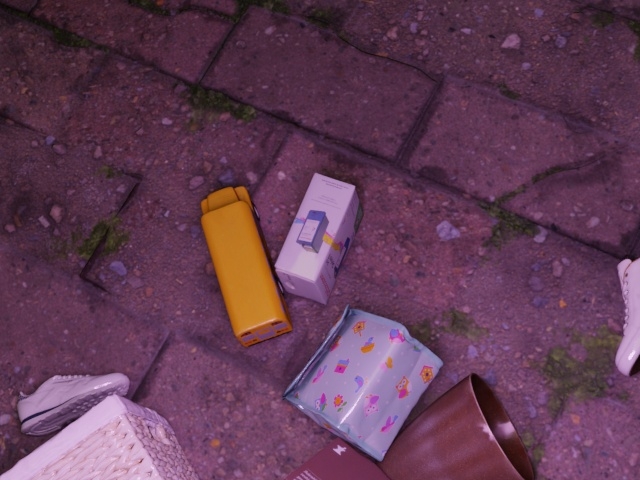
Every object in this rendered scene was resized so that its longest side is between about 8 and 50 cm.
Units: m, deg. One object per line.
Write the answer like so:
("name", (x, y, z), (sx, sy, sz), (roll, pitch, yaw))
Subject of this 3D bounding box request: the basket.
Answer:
("basket", (-0.375, 0.484, 1.735), (0.331, 0.328, 0.266), (-38, 71, -5))

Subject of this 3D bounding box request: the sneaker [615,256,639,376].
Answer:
("sneaker", (0.587, 0.114, 1.817), (0.123, 0.106, 0.290), (22, 67, 29))

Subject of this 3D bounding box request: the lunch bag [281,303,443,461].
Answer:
("lunch bag", (0.057, 0.244, 1.813), (0.223, 0.160, 0.262), (-54, 33, -11))

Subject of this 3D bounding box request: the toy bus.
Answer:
("toy bus", (-0.156, 0.041, 1.967), (0.108, 0.130, 0.332), (-20, 66, 3))

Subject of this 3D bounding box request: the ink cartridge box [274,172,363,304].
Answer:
("ink cartridge box", (0.000, 0.000, 1.940), (0.093, 0.154, 0.212), (20, 73, 16))

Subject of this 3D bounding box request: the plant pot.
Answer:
("plant pot", (0.221, 0.381, 1.733), (0.230, 0.215, 0.215), (-31, 65, 14))

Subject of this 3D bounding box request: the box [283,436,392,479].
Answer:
("box", (0.015, 0.487, 1.691), (0.168, 0.167, 0.203), (35, 123, 22))

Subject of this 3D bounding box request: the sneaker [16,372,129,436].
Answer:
("sneaker", (-0.494, 0.303, 1.960), (0.235, 0.090, 0.095), (-21, 57, 1))
